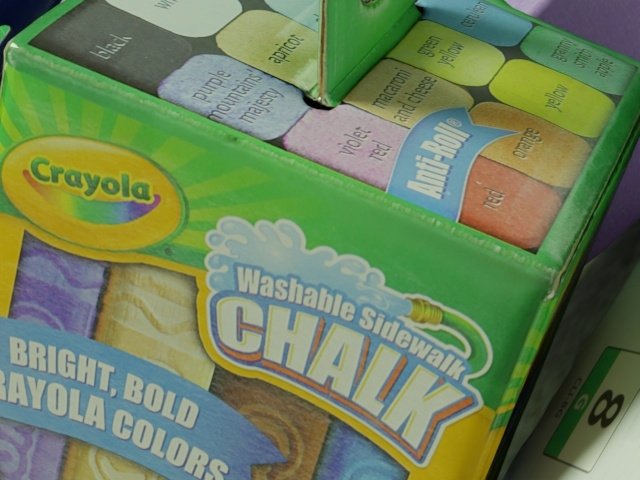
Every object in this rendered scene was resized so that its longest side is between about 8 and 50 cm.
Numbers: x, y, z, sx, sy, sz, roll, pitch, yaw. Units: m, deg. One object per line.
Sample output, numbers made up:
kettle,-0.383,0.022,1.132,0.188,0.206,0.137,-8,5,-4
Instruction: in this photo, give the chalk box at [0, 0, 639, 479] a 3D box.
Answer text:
chalk box,-0.001,0.003,0.421,0.132,0.132,0.213,-50,-19,-56

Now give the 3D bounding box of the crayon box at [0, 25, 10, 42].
crayon box,-0.048,-0.205,1.080,0.363,0.106,0.313,-19,-22,-47

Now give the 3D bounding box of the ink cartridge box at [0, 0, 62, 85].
ink cartridge box,-0.057,-0.102,0.911,0.333,0.065,0.165,-18,-16,-40

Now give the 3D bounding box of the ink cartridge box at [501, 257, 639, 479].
ink cartridge box,0.129,0.003,0.294,0.181,0.056,0.225,-57,10,-6

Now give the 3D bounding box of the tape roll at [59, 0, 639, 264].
tape roll,0.021,-0.085,0.616,0.275,0.090,0.274,-27,36,21
